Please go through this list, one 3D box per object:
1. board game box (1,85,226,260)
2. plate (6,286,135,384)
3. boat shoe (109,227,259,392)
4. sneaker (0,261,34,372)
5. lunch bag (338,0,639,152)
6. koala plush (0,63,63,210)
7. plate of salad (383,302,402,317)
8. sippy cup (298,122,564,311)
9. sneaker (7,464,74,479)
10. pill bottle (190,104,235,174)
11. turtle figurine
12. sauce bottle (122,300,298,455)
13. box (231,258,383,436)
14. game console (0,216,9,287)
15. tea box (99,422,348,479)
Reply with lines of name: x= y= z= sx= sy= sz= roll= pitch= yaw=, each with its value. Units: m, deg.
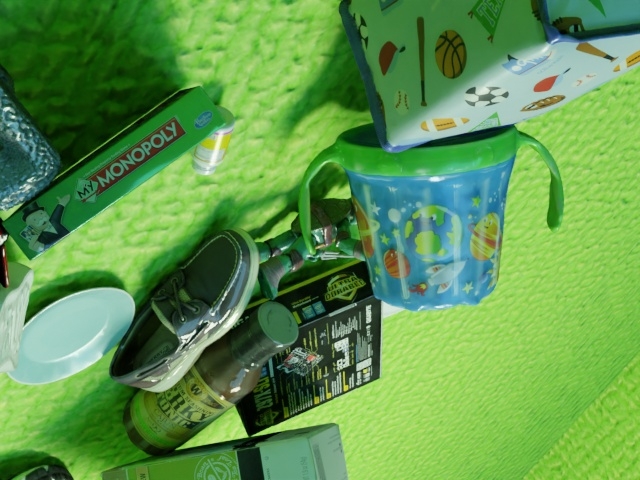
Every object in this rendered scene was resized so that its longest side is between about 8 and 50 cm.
board game box: x=-0.205 y=-0.076 z=1.193 sx=0.213 sy=0.046 sz=0.317 roll=-37 pitch=-169 yaw=-4
plate: x=-0.332 y=0.120 z=1.562 sx=0.188 sy=0.024 sz=0.188 roll=-28 pitch=150 yaw=-18
boat shoe: x=-0.189 y=0.100 z=1.616 sx=0.285 sy=0.103 sz=0.092 roll=-50 pitch=153 yaw=23
sneaker: x=-0.445 y=0.072 z=1.281 sx=0.236 sy=0.130 sz=0.323 roll=10 pitch=179 yaw=-7
lunch bag: x=0.272 y=-0.273 z=1.363 sx=0.385 sy=0.239 sz=0.328 roll=-11 pitch=171 yaw=-32
koala plush: x=-0.380 y=-0.098 z=1.014 sx=0.221 sy=0.196 sz=0.203 roll=-36 pitch=141 yaw=-3
plate of salad: x=0.138 y=0.066 z=2.019 sx=0.199 sy=0.048 sz=0.200 roll=-27 pitch=153 yaw=-15
sippy cup: x=0.144 y=-0.034 z=1.547 sx=0.240 sy=0.305 sz=0.224 roll=-27 pitch=116 yaw=-53
sneaker: x=-0.519 y=0.429 z=1.731 sx=0.182 sy=0.158 sz=0.410 roll=-2 pitch=-172 yaw=30
pill bottle: x=-0.131 y=-0.118 z=1.418 sx=0.043 sy=0.043 sz=0.083 roll=-18 pitch=147 yaw=-34
turtle figurine: x=0.000 y=0.000 z=1.689 sx=0.234 sy=0.118 sz=0.175 roll=-25 pitch=-169 yaw=-22
sauce bottle: x=-0.160 y=0.197 z=1.715 sx=0.111 sy=0.111 sz=0.344 roll=-6 pitch=152 yaw=-46
box: x=-0.027 y=0.180 z=1.930 sx=0.257 sy=0.079 sz=0.322 roll=-21 pitch=150 yaw=-10
game console: x=-0.369 y=-0.026 z=1.159 sx=0.124 sy=0.144 sz=0.085 roll=-1 pitch=133 yaw=-51
tea box: x=-0.128 y=0.423 z=1.847 sx=0.323 sy=0.220 sz=0.329 roll=-12 pitch=173 yaw=6
